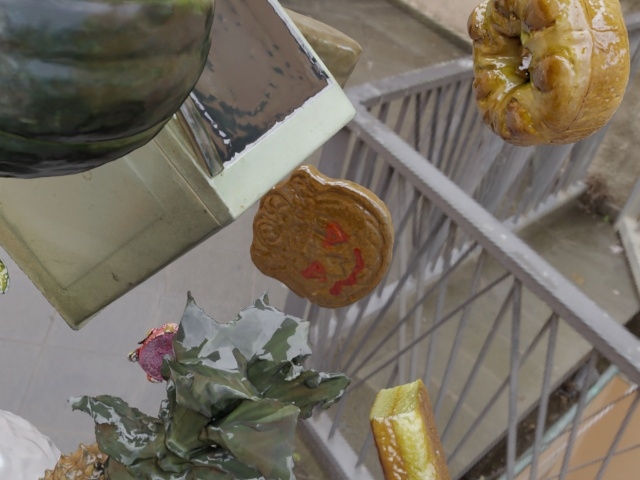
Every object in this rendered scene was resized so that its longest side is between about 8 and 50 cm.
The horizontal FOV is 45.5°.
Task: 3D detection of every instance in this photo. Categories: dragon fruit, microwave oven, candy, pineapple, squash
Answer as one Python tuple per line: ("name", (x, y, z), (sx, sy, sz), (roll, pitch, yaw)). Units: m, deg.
("dragon fruit", (-0.273, 0.199, 1.384), (0.126, 0.112, 0.068), (-29, 27, -2))
("microwave oven", (-0.215, -0.175, 0.734), (0.394, 0.333, 0.247), (53, 40, -9))
("candy", (-0.047, -0.296, 1.178), (0.234, 0.104, 0.102), (6, 34, -44))
("pineapple", (-0.102, 0.151, 0.504), (0.119, 0.277, 0.130), (-4, 54, -45))
("squash", (-0.148, -0.135, 0.354), (0.173, 0.218, 0.218), (-23, 49, -27))

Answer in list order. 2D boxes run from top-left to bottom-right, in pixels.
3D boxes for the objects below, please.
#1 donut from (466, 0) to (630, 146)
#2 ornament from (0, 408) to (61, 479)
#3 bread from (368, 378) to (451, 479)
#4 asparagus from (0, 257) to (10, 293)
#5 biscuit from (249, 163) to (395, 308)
("donut", (0.263, -0.217, 0.906), (0.114, 0.226, 0.226), (-6, 40, -19))
("ornament", (-0.477, 0.356, 0.937), (0.337, 0.337, 0.337), (10, 35, -7))
("bread", (0.057, 0.137, 0.451), (0.035, 0.094, 0.090), (-15, 0, 7))
("asparagus", (-0.655, 0.023, 1.426), (0.287, 0.080, 0.080), (19, 30, 40))
("biscuit", (-0.001, 0.001, 1.345), (0.257, 0.273, 0.049), (30, 37, 5))
